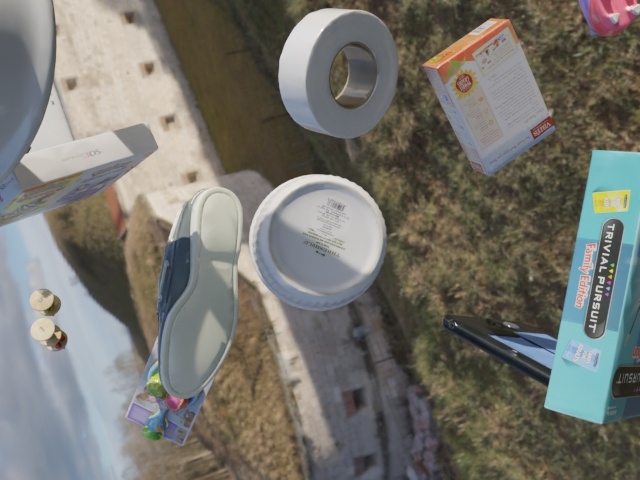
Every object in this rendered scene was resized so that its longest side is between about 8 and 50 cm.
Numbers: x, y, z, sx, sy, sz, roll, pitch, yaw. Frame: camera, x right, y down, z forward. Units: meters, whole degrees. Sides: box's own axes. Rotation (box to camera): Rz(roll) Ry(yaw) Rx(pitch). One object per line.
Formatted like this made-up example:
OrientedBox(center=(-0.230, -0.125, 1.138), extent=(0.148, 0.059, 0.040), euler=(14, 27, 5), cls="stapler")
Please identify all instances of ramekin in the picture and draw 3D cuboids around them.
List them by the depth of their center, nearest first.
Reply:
OrientedBox(center=(0.000, 0.000, 1.042), extent=(0.109, 0.207, 0.207), euler=(145, 109, -83), cls="ramekin")

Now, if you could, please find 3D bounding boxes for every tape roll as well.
OrientedBox(center=(0.046, -0.378, 1.625), extent=(0.100, 0.286, 0.286), euler=(22, 129, 46), cls="tape roll")

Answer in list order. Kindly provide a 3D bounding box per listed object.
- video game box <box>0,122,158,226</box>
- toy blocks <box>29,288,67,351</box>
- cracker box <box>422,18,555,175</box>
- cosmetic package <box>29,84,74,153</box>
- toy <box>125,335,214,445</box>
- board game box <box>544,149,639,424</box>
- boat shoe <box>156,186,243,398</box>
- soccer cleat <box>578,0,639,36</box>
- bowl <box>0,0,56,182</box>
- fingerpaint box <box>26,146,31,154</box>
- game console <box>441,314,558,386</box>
OrientedBox(center=(-0.345, -0.082, 0.950), extent=(0.187, 0.205, 0.048), euler=(-27, 91, 46), cls="video game box")
OrientedBox(center=(-0.615, 0.188, 1.642), extent=(0.148, 0.054, 0.123), euler=(97, 164, -69), cls="toy blocks")
OrientedBox(center=(0.304, -0.255, 1.284), extent=(0.232, 0.156, 0.067), euler=(58, 175, -25), cls="cracker box")
OrientedBox(center=(-0.673, -0.219, 1.564), extent=(0.224, 0.224, 0.138), euler=(66, 150, 14), cls="cosmetic package")
OrientedBox(center=(-0.302, 0.307, 1.420), extent=(0.237, 0.137, 0.056), euler=(-64, -1, 26), cls="toy")
OrientedBox(center=(0.423, 0.070, 0.982), extent=(0.079, 0.254, 0.336), euler=(10, 89, 40), cls="board game box")
OrientedBox(center=(-0.194, 0.077, 1.098), extent=(0.099, 0.116, 0.319), euler=(0, 79, 51), cls="boat shoe")
OrientedBox(center=(0.399, -0.423, 1.057), extent=(0.095, 0.083, 0.248), euler=(-160, 50, -78), cls="soccer cleat")
OrientedBox(center=(-0.387, -0.172, 0.613), extent=(0.134, 0.298, 0.298), euler=(-7, -100, -68), cls="bowl")
OrientedBox(center=(-0.653, -0.199, 0.918), extent=(0.371, 0.445, 0.163), euler=(136, 157, -74), cls="fingerpaint box")
OrientedBox(center=(0.493, 0.254, 1.520), extent=(0.386, 0.342, 0.060), euler=(27, 98, 47), cls="game console")
